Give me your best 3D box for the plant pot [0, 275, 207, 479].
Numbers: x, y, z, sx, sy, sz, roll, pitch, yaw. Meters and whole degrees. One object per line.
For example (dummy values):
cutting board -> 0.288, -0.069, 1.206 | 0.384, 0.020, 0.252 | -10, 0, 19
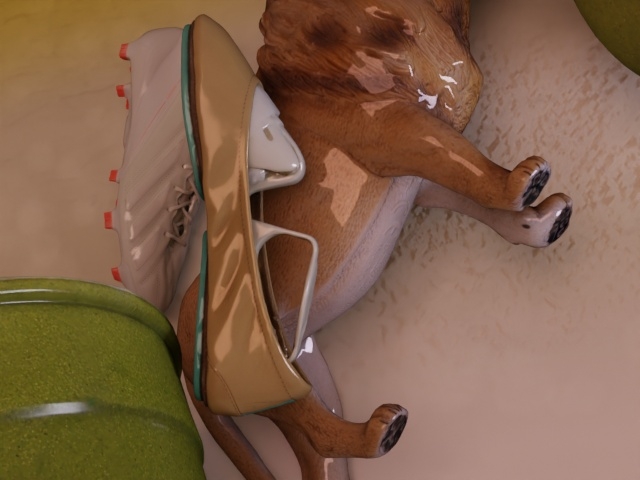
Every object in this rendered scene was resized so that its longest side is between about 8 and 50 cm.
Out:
plant pot -> -0.180, 0.266, 0.960 | 0.366, 0.366, 0.353 | -29, 64, 6

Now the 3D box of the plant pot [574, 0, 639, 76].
plant pot -> 0.281, -0.207, 1.020 | 0.293, 0.275, 0.274 | -35, 67, 46

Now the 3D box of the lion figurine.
lion figurine -> 0.000, 0.000, 1.124 | 0.240, 0.142, 0.392 | 31, 91, 25

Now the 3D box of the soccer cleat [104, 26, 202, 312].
soccer cleat -> -0.095, -0.047, 1.194 | 0.076, 0.068, 0.196 | -1, 75, 10

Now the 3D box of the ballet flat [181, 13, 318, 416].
ballet flat -> -0.038, -0.016, 1.058 | 0.073, 0.080, 0.232 | -3, 87, 7
